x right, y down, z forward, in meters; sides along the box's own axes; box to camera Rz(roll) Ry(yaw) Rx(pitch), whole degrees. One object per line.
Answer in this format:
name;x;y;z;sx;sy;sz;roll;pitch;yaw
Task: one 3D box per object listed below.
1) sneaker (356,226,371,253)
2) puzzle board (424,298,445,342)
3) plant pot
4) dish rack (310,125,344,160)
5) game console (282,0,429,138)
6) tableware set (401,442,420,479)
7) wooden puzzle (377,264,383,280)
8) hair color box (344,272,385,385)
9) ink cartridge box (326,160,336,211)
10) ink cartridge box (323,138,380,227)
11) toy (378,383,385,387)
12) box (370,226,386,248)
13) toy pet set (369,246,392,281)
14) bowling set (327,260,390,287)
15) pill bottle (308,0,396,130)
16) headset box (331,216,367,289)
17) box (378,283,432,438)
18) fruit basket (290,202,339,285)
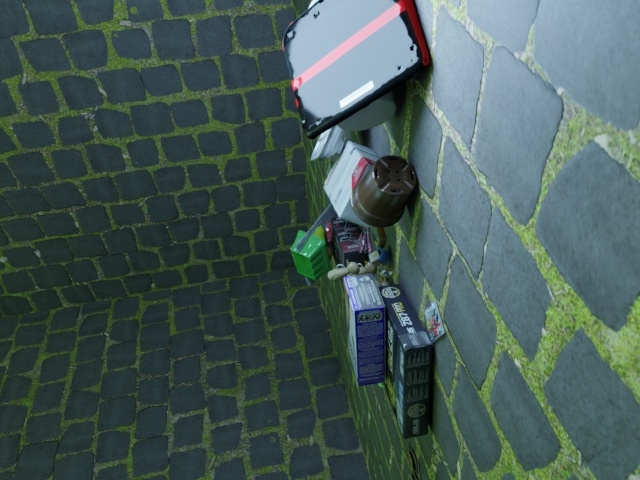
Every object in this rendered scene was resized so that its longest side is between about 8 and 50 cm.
sneaker;0.172;-0.002;2.155;0.047;0.057;0.119;98;162;-75
puzzle board;0.315;0.227;1.472;0.128;0.011;0.096;98;161;-67
plant pot;0.184;-0.144;1.477;0.165;0.167;0.166;117;143;-65
dish rack;0.068;-0.427;1.862;0.285;0.073;0.332;-136;68;-81
game console;0.071;-0.484;1.334;0.387;0.060;0.341;-25;73;37
tableware set;0.347;0.891;2.025;0.128;0.039;0.194;-122;23;-73
wooden puzzle;0.226;0.105;2.028;0.078;0.014;0.116;-164;65;-82
hair color box;0.149;0.301;1.775;0.185;0.110;0.338;-104;9;-58
ink cartridge box;0.106;-0.219;2.088;0.127;0.128;0.176;113;146;-77
ink cartridge box;0.120;-0.194;1.742;0.196;0.114;0.272;-64;22;20
toy;0.257;0.522;2.186;0.136;0.056;0.237;-110;13;-52
box;0.206;-0.044;1.930;0.081;0.028;0.136;92;165;-60
toy pet set;0.227;0.065;1.878;0.114;0.065;0.122;39;-151;-42
bowling set;0.177;0.142;1.907;0.287;0.154;0.199;51;-141;-20
pill bottle;0.091;-0.508;1.484;0.204;0.205;0.360;105;155;-74
headset box;0.130;0.058;2.353;0.293;0.110;0.218;-107;11;-51
box;0.268;0.390;1.729;0.318;0.097;0.394;-111;14;-58
fruit basket;0.000;0.000;2.563;0.353;0.166;0.326;-58;-27;-31
